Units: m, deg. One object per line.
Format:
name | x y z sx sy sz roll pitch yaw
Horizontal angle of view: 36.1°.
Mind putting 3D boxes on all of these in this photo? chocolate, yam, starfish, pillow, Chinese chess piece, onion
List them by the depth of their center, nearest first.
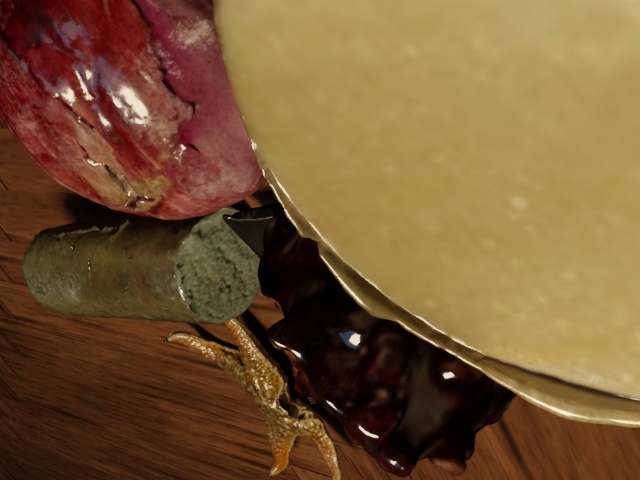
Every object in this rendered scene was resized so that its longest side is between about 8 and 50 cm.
Chinese chess piece | 0.122 -0.076 0.371 0.338 0.140 0.338 19 140 16
chocolate | 0.045 0.064 0.583 0.224 0.177 0.206 27 139 1
onion | -0.158 -0.122 0.654 0.227 0.120 0.284 -6 129 43
pillow | 0.000 0.000 0.719 0.150 0.048 0.090 -12 116 51
yam | -0.160 0.023 0.864 0.259 0.106 0.106 0 133 47
starfish | -0.065 0.147 0.990 0.138 0.050 0.247 -7 121 51
